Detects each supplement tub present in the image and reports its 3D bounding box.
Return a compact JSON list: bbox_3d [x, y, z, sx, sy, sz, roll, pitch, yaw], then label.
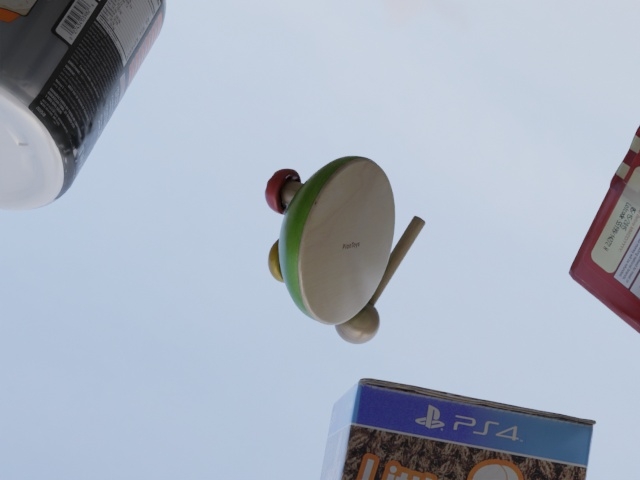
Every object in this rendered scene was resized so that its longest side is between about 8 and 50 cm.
[{"bbox_3d":[-0.273,-0.199,1.374,0.193,0.193,0.316,25,-129,-4],"label":"supplement tub"}]

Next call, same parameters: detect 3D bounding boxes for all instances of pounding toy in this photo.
[{"bbox_3d":[0.000,0.000,1.530,0.110,0.183,0.237,15,166,32],"label":"pounding toy"}]

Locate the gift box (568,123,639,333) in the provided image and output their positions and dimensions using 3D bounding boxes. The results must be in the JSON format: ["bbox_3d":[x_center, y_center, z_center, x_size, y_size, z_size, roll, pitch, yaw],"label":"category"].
[{"bbox_3d":[0.364,-0.039,1.021,0.258,0.255,0.276,-12,-131,-42],"label":"gift box"}]

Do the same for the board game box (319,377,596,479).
[{"bbox_3d":[0.059,0.249,0.882,0.141,0.291,0.232,11,169,-1],"label":"board game box"}]
